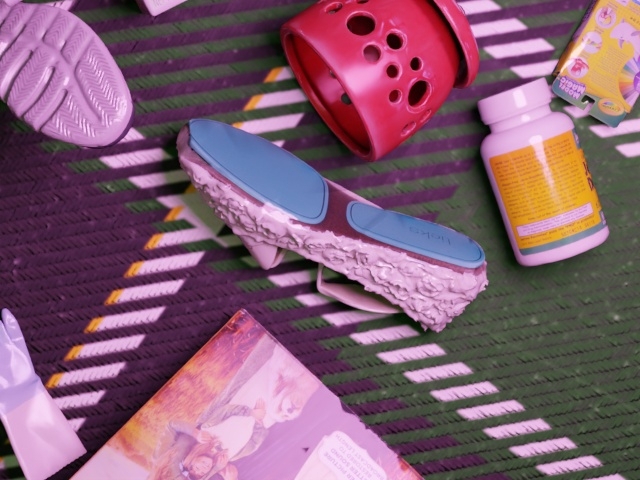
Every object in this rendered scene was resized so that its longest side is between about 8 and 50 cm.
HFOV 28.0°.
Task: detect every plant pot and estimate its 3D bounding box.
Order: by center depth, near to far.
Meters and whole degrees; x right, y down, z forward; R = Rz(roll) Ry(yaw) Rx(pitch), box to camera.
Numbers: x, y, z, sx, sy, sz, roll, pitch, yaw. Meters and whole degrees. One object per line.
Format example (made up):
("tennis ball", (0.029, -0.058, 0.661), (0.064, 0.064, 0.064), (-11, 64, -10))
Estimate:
("plant pot", (0.073, -0.214, 1.490), (0.174, 0.191, 0.191), (-36, 96, -11))

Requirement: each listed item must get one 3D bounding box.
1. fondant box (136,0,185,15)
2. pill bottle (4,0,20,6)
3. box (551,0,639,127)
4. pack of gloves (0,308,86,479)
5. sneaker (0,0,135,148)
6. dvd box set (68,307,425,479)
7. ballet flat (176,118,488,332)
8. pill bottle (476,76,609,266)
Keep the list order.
("fondant box", (-0.165, -0.454, 1.463), (0.238, 0.096, 0.330), (-28, 105, -6))
("pill bottle", (-0.217, -0.377, 1.322), (0.323, 0.181, 0.181), (-33, 96, -5))
("box", (0.364, -0.237, 1.585), (0.105, 0.043, 0.179), (30, 88, -7))
("pack of gloves", (-0.398, 0.195, 1.491), (0.195, 0.046, 0.232), (-30, 96, -33))
("sneaker", (-0.308, -0.193, 1.441), (0.321, 0.180, 0.124), (38, 88, 20))
("dvd box set", (-0.128, 0.326, 1.471), (0.307, 0.062, 0.420), (44, 71, 6))
("ballet flat", (0.000, 0.000, 1.525), (0.409, 0.147, 0.147), (25, 91, -6))
("pill bottle", (0.261, -0.084, 1.546), (0.118, 0.117, 0.208), (-20, 94, -4))
